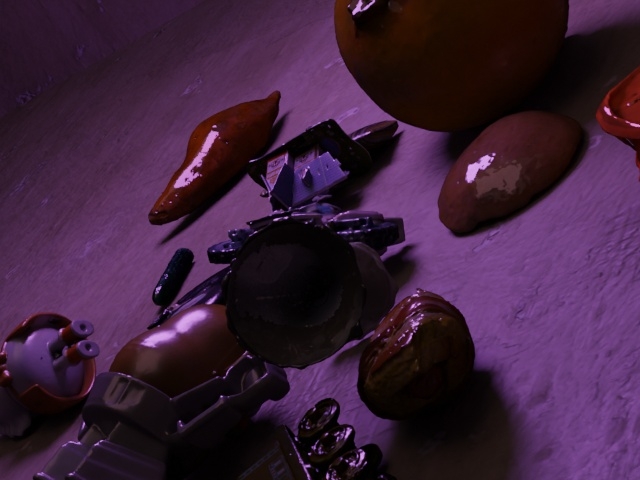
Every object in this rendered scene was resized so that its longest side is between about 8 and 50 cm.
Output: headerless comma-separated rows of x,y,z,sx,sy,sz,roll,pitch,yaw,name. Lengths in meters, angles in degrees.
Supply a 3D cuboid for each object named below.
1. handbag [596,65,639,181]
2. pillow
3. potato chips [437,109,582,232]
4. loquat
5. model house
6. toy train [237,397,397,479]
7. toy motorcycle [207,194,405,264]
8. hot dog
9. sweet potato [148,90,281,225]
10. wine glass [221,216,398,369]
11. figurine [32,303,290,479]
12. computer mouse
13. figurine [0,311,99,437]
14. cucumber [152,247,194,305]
0.493,-0.203,1.537,0.410,0.116,0.303,-43,20,-16,handbag
0.013,-0.116,2.247,0.203,0.038,0.113,-29,-1,27,pillow
0.216,-0.096,1.848,0.208,0.062,0.195,-37,21,-9,potato chips
0.190,-0.306,2.054,0.359,0.328,0.328,5,-11,-38,loquat
-0.017,-0.078,2.160,0.167,0.117,0.088,-26,38,25,model house
-0.003,0.234,1.402,0.137,0.090,0.225,-39,19,1,toy train
0.000,-0.006,1.934,0.239,0.108,0.204,10,9,20,toy motorcycle
0.097,0.118,1.503,0.123,0.093,0.261,-42,3,10,hot dog
-0.163,-0.156,2.572,0.112,0.112,0.359,-15,25,46,sweet potato
-0.001,0.056,1.639,0.156,0.156,0.232,-32,-9,11,wine glass
-0.168,0.189,1.676,0.342,0.167,0.285,8,52,35,figurine
-0.135,0.108,1.911,0.137,0.096,0.233,-26,9,23,computer mouse
-0.408,0.191,2.140,0.271,0.143,0.143,-26,21,22,figurine
-0.220,0.056,2.280,0.032,0.032,0.133,-26,20,27,cucumber
